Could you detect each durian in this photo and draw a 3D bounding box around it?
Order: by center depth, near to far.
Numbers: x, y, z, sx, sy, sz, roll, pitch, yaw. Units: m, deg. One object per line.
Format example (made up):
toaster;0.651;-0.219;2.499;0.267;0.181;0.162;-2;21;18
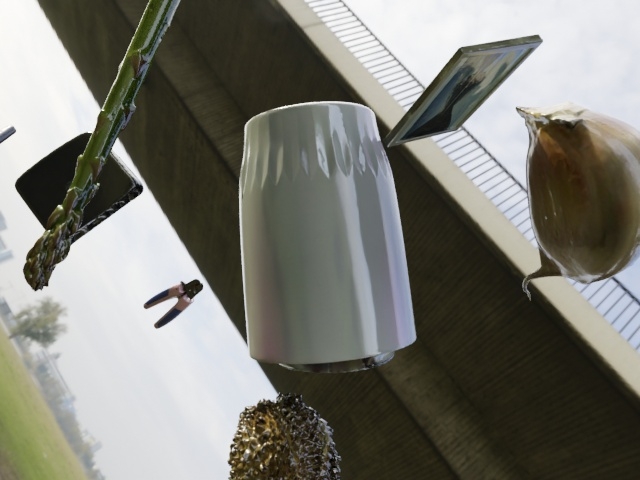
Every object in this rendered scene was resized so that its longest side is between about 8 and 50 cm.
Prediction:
durian;-0.044;0.322;0.729;0.167;0.196;0.196;-41;-104;14

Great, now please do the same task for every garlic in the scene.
garlic;0.304;-0.019;0.583;0.148;0.128;0.267;-108;-165;-67

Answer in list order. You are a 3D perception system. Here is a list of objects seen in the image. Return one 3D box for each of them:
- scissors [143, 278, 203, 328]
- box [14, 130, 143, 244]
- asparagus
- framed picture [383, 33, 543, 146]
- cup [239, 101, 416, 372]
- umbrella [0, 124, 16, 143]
scissors;-0.174;0.071;0.608;0.113;0.012;0.039;-33;-95;35
box;-0.307;-0.069;0.649;0.125;0.126;0.027;46;-13;18
asparagus;-0.134;-0.085;0.334;0.024;0.248;0.025;13;-12;35
framed picture;0.192;-0.204;0.715;0.015;0.150;0.203;65;-29;13
cup;0.000;0.000;0.779;0.253;0.253;0.372;-10;-94;57
umbrella;-0.249;-0.011;0.274;0.044;0.269;0.044;-14;-54;19
